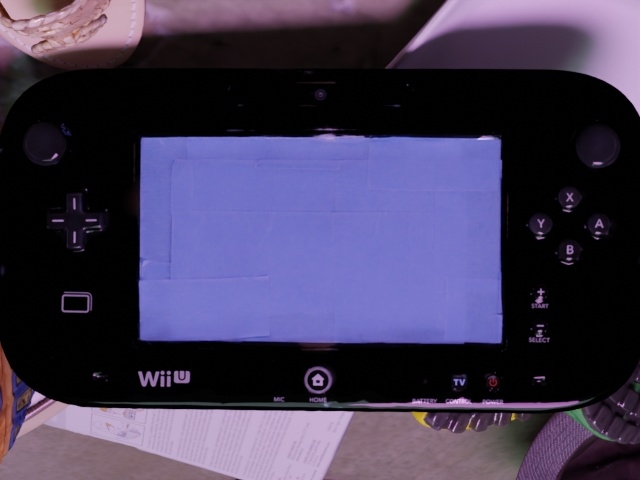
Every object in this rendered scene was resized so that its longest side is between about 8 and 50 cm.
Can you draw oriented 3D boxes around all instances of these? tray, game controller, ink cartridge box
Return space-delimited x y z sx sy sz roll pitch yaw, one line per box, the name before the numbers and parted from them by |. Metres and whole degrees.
tray | 0.164 -0.083 0.620 0.270 0.030 0.145 15 141 -28
game controller | 0.000 0.000 0.562 0.319 0.166 0.067 0 171 3
ink cartridge box | -0.092 0.113 0.876 0.232 0.066 0.189 19 144 0

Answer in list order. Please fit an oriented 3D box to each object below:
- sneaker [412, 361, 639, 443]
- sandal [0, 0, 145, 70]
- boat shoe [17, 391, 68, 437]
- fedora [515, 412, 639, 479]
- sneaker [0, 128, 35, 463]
sneaker | 0.132 0.044 0.748 0.343 0.134 0.146 12 -173 -41
sandal | -0.124 -0.125 0.467 0.088 0.079 0.240 -5 147 -2
boat shoe | -0.269 0.073 0.711 0.302 0.113 0.103 -19 132 1
fedora | 0.272 0.237 0.991 0.275 0.243 0.124 -8 176 -12
sneaker | -0.227 0.001 0.593 0.131 0.112 0.296 6 124 10
